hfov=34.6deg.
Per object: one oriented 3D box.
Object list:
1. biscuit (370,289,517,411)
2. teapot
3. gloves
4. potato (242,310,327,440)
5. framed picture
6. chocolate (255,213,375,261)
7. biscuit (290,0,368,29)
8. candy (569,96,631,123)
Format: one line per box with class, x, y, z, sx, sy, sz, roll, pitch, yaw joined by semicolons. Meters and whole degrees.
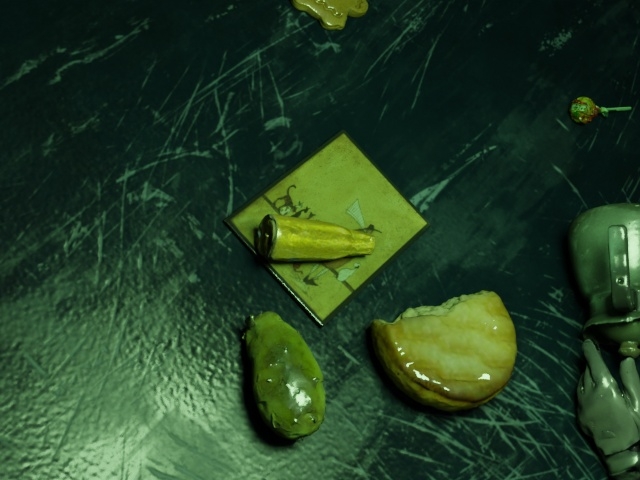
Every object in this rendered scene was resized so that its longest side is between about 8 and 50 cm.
biscuit;0.226;0.199;1.815;0.274;0.091;0.213;-5;65;-30
teapot;0.597;0.079;1.944;0.224;0.305;0.285;6;70;-6
gloves;0.544;0.316;1.893;0.119;0.142;0.285;12;56;-53
potato;-0.060;0.217;1.668;0.117;0.090;0.225;-9;63;-23
framed picture;0.022;-0.031;1.876;0.255;0.014;0.339;48;55;3
chocolate;0.000;0.000;1.796;0.219;0.085;0.085;4;64;-28
biscuit;0.031;-0.542;2.123;0.184;0.035;0.249;35;55;-6
candy;0.630;-0.292;2.290;0.201;0.060;0.060;-7;69;-37
